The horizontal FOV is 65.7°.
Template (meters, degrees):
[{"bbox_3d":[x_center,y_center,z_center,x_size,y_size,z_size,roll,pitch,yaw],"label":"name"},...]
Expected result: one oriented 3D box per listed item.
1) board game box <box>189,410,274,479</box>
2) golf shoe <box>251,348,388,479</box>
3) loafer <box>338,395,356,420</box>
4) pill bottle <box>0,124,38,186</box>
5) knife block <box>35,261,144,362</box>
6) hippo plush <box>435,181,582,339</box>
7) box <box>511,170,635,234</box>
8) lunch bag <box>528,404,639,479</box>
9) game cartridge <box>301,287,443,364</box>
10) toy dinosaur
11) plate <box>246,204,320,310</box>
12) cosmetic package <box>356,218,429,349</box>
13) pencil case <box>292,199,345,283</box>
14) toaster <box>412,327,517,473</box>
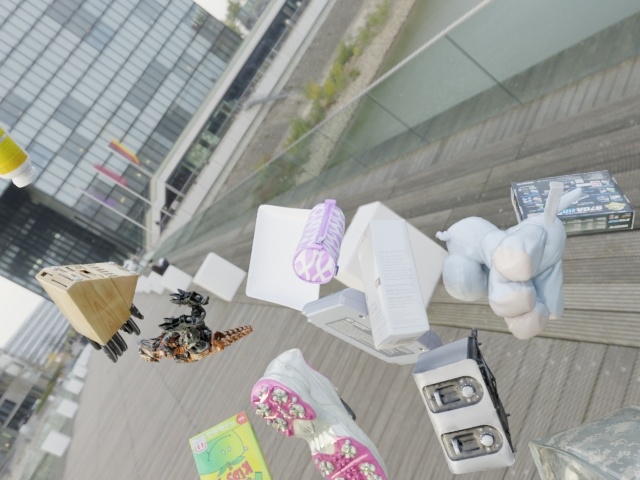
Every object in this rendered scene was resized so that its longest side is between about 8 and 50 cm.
[{"bbox_3d":[-0.115,0.351,0.711,0.092,0.043,0.181,-25,52,-11],"label":"board game box"},{"bbox_3d":[0.018,0.314,0.872,0.115,0.306,0.140,-35,14,27],"label":"golf shoe"},{"bbox_3d":[0.054,0.567,1.712,0.062,0.170,0.061,-49,-24,5],"label":"loafer"},{"bbox_3d":[-0.386,-0.105,0.604,0.043,0.083,0.043,-13,45,14],"label":"pill bottle"},{"bbox_3d":[-0.511,0.176,1.113,0.275,0.088,0.242,-2,-70,-70],"label":"knife block"},{"bbox_3d":[0.333,0.027,0.973,0.236,0.234,0.294,9,95,45],"label":"hippo plush"},{"bbox_3d":[0.560,-0.083,1.124,0.220,0.051,0.175,-6,35,14],"label":"box"},{"bbox_3d":[0.529,0.383,0.794,0.287,0.235,0.169,113,140,-76],"label":"lunch bag"},{"bbox_3d":[0.127,0.202,1.139,0.198,0.297,0.062,-32,34,49],"label":"game cartridge"},{"bbox_3d":[-0.367,0.266,1.428,0.321,0.218,0.164,-19,35,-16],"label":"toy dinosaur"},{"bbox_3d":[-0.088,0.046,1.411,0.277,0.045,0.278,8,90,40],"label":"plate"},{"bbox_3d":[0.138,0.086,0.982,0.117,0.085,0.231,110,153,-62],"label":"cosmetic package"},{"bbox_3d":[0.000,0.000,0.950,0.206,0.086,0.088,-77,-11,-62],"label":"pencil case"},{"bbox_3d":[0.234,0.255,0.808,0.110,0.168,0.185,-21,-3,17],"label":"toaster"}]
